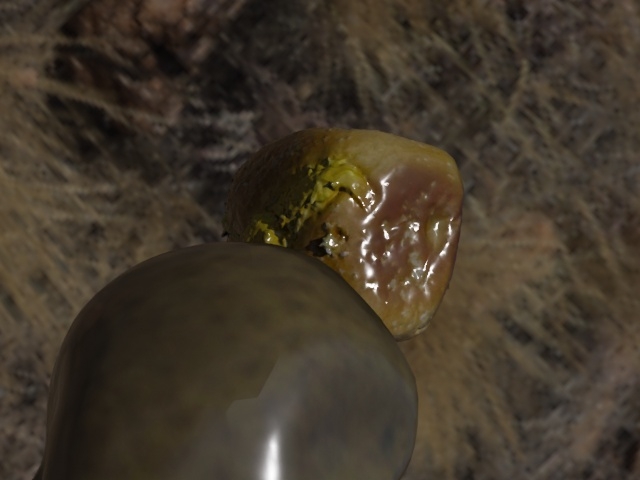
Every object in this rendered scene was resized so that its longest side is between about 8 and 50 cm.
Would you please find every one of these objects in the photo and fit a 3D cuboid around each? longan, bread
[{"bbox_3d":[-0.076,0.152,1.197,0.288,0.288,0.350,95,9,-48],"label":"longan"},{"bbox_3d":[0.000,0.000,1.520,0.176,0.246,0.196,11,80,-29],"label":"bread"}]
